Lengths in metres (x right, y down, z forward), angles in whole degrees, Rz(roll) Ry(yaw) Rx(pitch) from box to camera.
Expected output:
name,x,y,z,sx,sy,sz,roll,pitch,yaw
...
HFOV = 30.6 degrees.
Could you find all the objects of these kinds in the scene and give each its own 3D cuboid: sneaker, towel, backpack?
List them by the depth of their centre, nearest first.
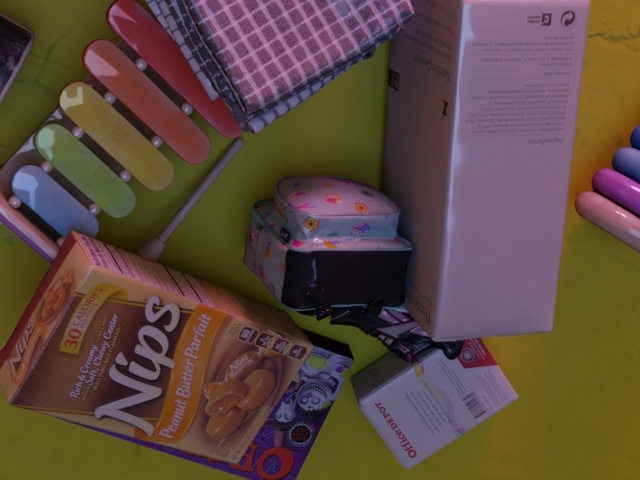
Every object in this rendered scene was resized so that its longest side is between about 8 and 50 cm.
name,x,y,z,sx,sy,sz,roll,pitch,yaw
towel,-0.058,-0.284,1.224,0.235,0.121,0.284,-35,98,-22
backpack,0.000,0.000,1.362,0.165,0.188,0.145,-4,105,-26
sneaker,0.095,0.110,1.445,0.178,0.072,0.077,3,79,16

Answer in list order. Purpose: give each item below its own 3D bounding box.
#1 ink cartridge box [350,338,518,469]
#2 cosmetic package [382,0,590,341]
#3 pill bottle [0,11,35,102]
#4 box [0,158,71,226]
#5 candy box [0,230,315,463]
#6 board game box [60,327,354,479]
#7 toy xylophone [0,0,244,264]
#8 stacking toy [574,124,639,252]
name,x,y,z,sx,sy,sz,roll,pitch,yaw
ink cartridge box,0.144,0.191,1.515,0.175,0.072,0.127,-33,112,3
cosmetic package,0.174,-0.101,1.338,0.156,0.217,0.385,-1,108,-16
pill bottle,-0.439,-0.227,1.235,0.245,0.130,0.130,30,102,-18
box,-0.374,-0.050,1.349,0.168,0.054,0.059,-21,112,-3
candy box,-0.183,0.130,1.331,0.316,0.087,0.183,23,105,-38
board game box,-0.155,0.173,1.473,0.346,0.056,0.208,20,109,-16
toy xylophone,-0.205,-0.107,1.312,0.236,0.081,0.323,36,88,-28
stacking toy,0.453,-0.140,1.425,0.141,0.141,0.330,29,98,-18
